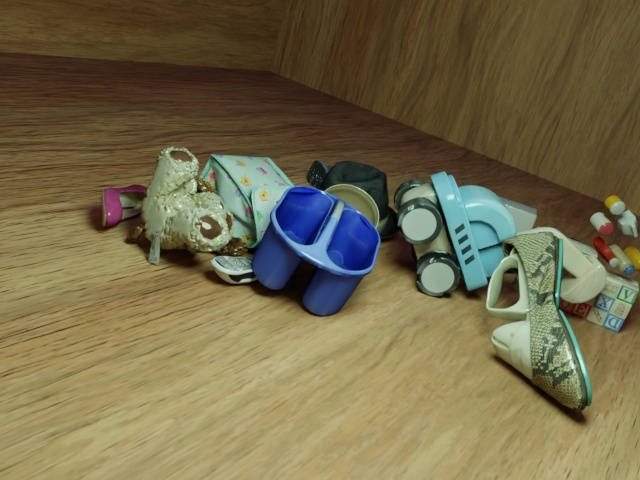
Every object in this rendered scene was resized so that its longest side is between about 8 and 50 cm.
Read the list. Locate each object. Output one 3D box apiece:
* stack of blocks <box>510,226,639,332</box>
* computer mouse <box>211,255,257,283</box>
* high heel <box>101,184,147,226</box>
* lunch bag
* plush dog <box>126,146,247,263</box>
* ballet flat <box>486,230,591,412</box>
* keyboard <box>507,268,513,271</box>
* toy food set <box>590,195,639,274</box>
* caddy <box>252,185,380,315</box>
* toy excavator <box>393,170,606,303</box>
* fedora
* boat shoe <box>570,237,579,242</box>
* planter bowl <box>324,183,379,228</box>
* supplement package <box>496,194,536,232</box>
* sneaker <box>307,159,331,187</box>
[{"bbox_3d":[0.688,0.101,1.865,0.297,0.171,0.087,24,21,18],"label":"stack of blocks"},{"bbox_3d":[-0.158,0.065,1.476,0.193,0.042,0.106,2,29,-49],"label":"computer mouse"},{"bbox_3d":[-0.429,-0.078,1.575,0.117,0.082,0.244,2,10,-11],"label":"high heel"},{"bbox_3d":[-0.152,-0.085,1.708,0.223,0.160,0.262,-4,45,-52],"label":"lunch bag"},{"bbox_3d":[-0.278,-0.043,1.523,0.225,0.210,0.262,13,44,-55],"label":"plush dog"},{"bbox_3d":[0.448,0.162,1.480,0.182,0.164,0.483,-3,41,12],"label":"ballet flat"},{"bbox_3d":[0.473,0.059,2.020,0.180,0.023,0.108,7,29,-27],"label":"keyboard"},{"bbox_3d":[0.772,0.005,1.779,0.111,0.232,0.104,-26,36,8],"label":"toy food set"},{"bbox_3d":[0.000,0.000,1.491,0.241,0.179,0.341,30,25,-3],"label":"caddy"},{"bbox_3d":[0.448,0.004,1.736,0.445,0.433,0.222,-18,17,11],"label":"toy excavator"},{"bbox_3d":[0.100,-0.132,1.990,0.334,0.152,0.334,14,27,-7],"label":"fedora"},{"bbox_3d":[0.844,0.051,2.254,0.080,0.076,0.228,17,20,1],"label":"boat shoe"},{"bbox_3d":[0.058,-0.050,1.797,0.162,0.109,0.162,7,61,-13],"label":"planter bowl"},{"bbox_3d":[0.644,-0.081,2.398,0.179,0.105,0.105,21,20,12],"label":"supplement package"},{"bbox_3d":[0.036,-0.191,2.265,0.087,0.083,0.221,16,21,-45],"label":"sneaker"}]
